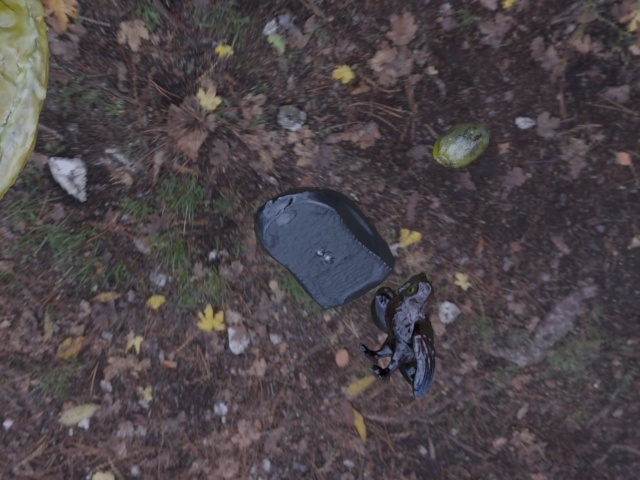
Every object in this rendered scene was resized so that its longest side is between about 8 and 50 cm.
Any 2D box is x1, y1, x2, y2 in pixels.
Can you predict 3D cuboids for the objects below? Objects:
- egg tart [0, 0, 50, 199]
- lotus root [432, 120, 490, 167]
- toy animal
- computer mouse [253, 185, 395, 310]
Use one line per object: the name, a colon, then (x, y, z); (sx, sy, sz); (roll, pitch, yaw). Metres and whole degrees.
egg tart: (-0.406, -0.149, 0.808); (0.341, 0.132, 0.342); (-9, 73, 29)
lotus root: (0.189, -0.130, 1.095); (0.099, 0.054, 0.049); (-32, 118, -32)
toy animal: (0.145, 0.142, 1.328); (0.116, 0.218, 0.180); (23, 108, -25)
computer mouse: (0.000, 0.000, 1.003); (0.122, 0.073, 0.217); (-28, 133, 15)
